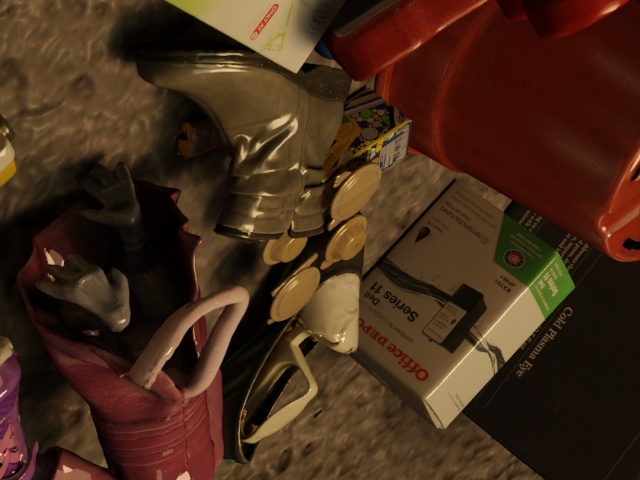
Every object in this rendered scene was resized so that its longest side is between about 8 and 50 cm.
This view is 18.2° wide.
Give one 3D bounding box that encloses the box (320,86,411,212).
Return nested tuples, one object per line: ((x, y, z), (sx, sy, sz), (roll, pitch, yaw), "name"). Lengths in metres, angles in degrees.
((0.002, -0.069, 1.833), (0.169, 0.059, 0.054), (-34, 149, -27), "box")

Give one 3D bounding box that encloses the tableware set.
((0.000, 0.000, 1.836), (0.141, 0.020, 0.169), (-38, 154, -25), "tableware set")

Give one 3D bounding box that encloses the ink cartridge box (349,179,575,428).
((0.133, 0.066, 2.064), (0.208, 0.153, 0.087), (-48, 149, -8), "ink cartridge box")

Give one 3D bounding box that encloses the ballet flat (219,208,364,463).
((-0.021, 0.101, 1.949), (0.280, 0.096, 0.095), (-55, 151, 6), "ballet flat")

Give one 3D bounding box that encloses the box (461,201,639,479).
((0.323, 0.104, 2.200), (0.343, 0.312, 0.179), (-52, 150, 3), "box")

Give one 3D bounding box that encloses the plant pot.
((0.238, -0.131, 1.881), (0.272, 0.265, 0.272), (-33, 145, -27), "plant pot")

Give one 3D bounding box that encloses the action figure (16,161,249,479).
((-0.131, 0.129, 1.684), (0.248, 0.275, 0.370), (-36, 133, -35), "action figure")

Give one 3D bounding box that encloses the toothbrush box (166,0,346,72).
((-0.065, -0.271, 1.467), (0.206, 0.122, 0.283), (-55, 151, 6), "toothbrush box")

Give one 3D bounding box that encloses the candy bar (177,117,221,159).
((-0.061, -0.110, 1.746), (0.161, 0.018, 0.040), (-25, 137, -37), "candy bar")

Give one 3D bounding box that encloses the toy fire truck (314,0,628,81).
((0.103, -0.227, 1.646), (0.254, 0.302, 0.169), (-31, 104, 0), "toy fire truck")

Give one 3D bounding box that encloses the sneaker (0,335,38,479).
((-0.263, 0.157, 1.570), (0.095, 0.104, 0.236), (-39, 174, -29), "sneaker")

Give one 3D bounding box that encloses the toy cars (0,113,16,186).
((-0.303, 0.018, 1.490), (0.176, 0.087, 0.394), (-12, 132, -47), "toy cars")

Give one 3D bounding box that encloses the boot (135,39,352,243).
((-0.062, -0.076, 1.653), (0.246, 0.083, 0.161), (7, 94, -51), "boot")
